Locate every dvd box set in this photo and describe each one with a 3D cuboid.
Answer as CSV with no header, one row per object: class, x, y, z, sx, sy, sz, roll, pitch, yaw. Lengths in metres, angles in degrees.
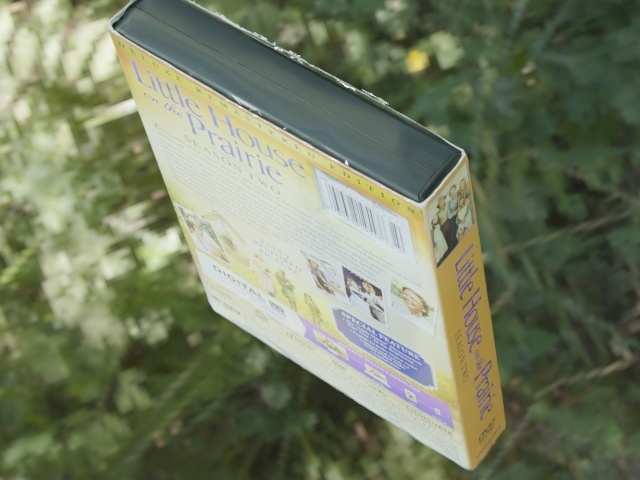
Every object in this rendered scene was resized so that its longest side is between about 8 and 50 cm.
dvd box set,0.000,0.000,1.603,0.308,0.062,0.420,30,157,26
